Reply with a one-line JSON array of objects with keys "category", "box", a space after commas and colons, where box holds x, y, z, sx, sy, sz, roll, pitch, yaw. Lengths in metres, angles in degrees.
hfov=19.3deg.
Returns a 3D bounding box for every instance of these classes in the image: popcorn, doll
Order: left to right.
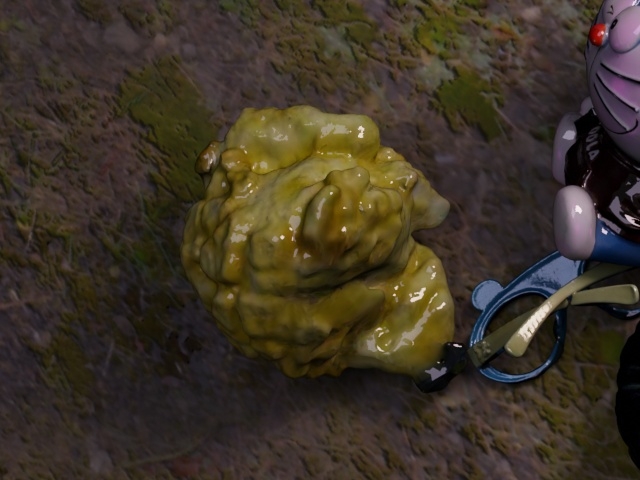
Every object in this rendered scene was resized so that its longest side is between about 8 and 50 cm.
[{"category": "popcorn", "box": [-0.004, -0.005, 1.915, 0.293, 0.293, 0.237, -39, 37, 10]}, {"category": "doll", "box": [0.344, -0.132, 1.754, 0.240, 0.310, 0.284, 4, 37, -14]}]

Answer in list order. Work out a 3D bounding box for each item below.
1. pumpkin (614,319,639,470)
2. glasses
[{"category": "pumpkin", "box": [0.380, 0.136, 1.726, 0.248, 0.248, 0.248, -5, 76, 21]}, {"category": "glasses", "box": [0.247, 0.079, 1.851, 0.239, 0.207, 0.102, -31, 105, 15]}]
